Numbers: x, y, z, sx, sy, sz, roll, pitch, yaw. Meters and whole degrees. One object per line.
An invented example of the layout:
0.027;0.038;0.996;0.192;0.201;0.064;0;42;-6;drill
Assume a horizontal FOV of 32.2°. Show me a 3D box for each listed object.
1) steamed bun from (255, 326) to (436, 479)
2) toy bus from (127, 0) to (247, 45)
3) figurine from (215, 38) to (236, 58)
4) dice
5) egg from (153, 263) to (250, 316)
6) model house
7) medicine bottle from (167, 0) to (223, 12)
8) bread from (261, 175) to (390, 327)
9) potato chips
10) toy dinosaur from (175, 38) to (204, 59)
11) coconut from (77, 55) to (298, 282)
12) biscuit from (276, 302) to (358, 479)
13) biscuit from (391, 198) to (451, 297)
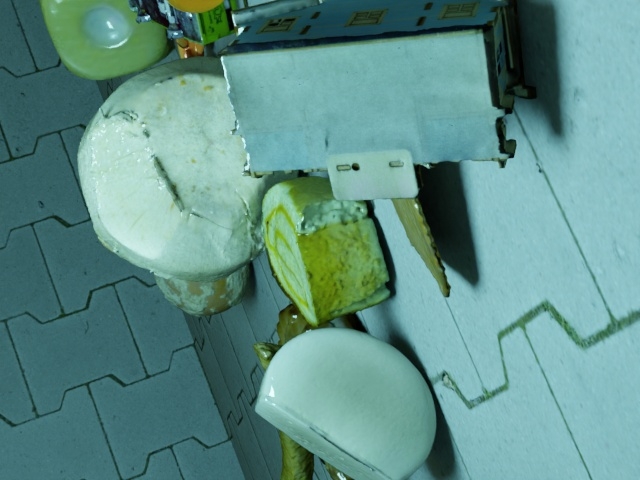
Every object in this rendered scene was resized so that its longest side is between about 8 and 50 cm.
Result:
0.043;0.215;1.503;0.242;0.164;0.146;34;162;1;steamed bun
-0.218;-0.404;1.804;0.302;0.139;0.113;36;143;52;toy bus
-0.137;-0.298;1.821;0.050;0.047;0.083;57;158;-3;figurine
-0.425;-0.475;2.200;0.233;0.227;0.238;-104;1;-54;dice
-0.250;0.052;2.319;0.203;0.203;0.245;58;-179;41;egg
0.062;-0.155;1.018;0.206;0.271;0.178;-67;-32;-55;model house
-0.193;-0.423;1.565;0.112;0.149;0.222;-62;33;34;medicine bottle
0.000;0.000;1.543;0.257;0.124;0.186;-132;34;-58;bread
-0.049;0.301;1.766;0.057;0.080;0.407;34;142;40;potato chips
-0.244;-0.389;2.030;0.117;0.070;0.288;105;146;-69;toy dinosaur
-0.210;-0.102;1.752;0.360;0.346;0.346;143;108;-73;coconut
0.026;0.243;1.766;0.332;0.103;0.332;161;90;-74;biscuit
0.083;-0.072;1.246;0.232;0.013;0.237;-115;4;-64;biscuit
